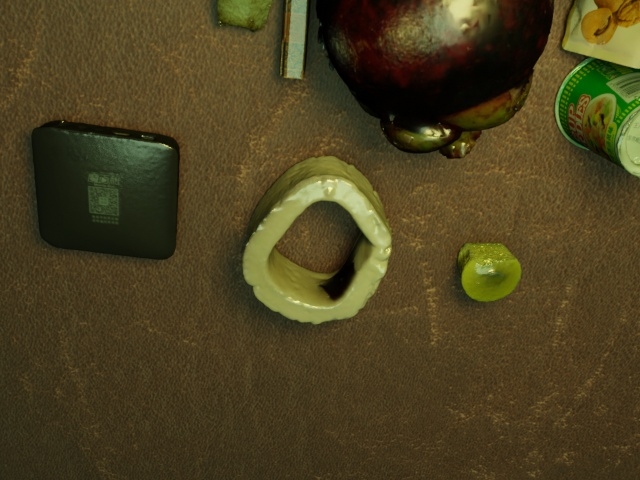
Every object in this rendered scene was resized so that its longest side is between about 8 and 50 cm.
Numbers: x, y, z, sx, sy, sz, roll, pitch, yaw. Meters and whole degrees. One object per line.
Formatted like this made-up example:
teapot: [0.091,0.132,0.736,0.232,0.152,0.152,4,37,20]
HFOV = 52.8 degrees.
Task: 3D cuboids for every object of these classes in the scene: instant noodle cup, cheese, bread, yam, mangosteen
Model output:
instant noodle cup: [0.573,-0.227,1.187,0.207,0.233,0.207,0,117,-1]
cheese: [0.002,0.000,1.356,0.292,0.153,0.332,27,116,-13]
bread: [0.363,0.067,1.410,0.129,0.114,0.111,4,119,-3]
yam: [-0.116,-0.492,1.124,0.106,0.106,0.259,12,116,-6]
mangosteen: [0.187,-0.354,1.068,0.381,0.381,0.421,-16,150,8]

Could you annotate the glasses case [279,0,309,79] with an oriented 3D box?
glasses case: [-0.045,-0.413,1.178,0.049,0.075,0.218,6,118,0]

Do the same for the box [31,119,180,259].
box: [-0.442,-0.100,1.347,0.290,0.073,0.289,6,118,-4]

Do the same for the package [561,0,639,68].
package: [0.570,-0.463,1.092,0.165,0.221,0.311,-6,115,-18]
